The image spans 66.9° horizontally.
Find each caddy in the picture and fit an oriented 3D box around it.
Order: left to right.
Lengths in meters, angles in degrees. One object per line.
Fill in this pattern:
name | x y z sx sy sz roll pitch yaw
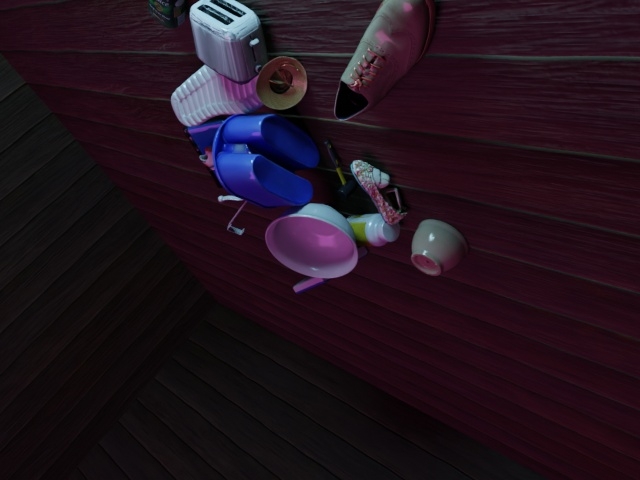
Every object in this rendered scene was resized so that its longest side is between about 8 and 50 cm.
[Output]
caddy | -0.159 -0.226 1.406 0.179 0.241 0.341 3 168 36

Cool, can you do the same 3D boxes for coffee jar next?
coffee jar | -0.396 -0.647 1.253 0.096 0.079 0.184 40 156 -3

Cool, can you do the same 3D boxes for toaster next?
toaster | -0.234 -0.509 1.214 0.227 0.129 0.146 37 154 22

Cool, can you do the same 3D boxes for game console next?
game console | -0.387 -0.361 1.826 0.250 0.173 0.293 -7 139 17

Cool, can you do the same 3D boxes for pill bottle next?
pill bottle | 0.161 -0.033 1.534 0.103 0.103 0.184 50 155 -25

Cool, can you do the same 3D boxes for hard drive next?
hard drive | 0.031 0.118 1.862 0.040 0.210 0.319 58 156 0

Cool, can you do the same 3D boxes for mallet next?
mallet | 0.060 -0.217 1.444 0.039 0.062 0.189 11 129 45

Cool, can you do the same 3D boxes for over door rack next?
over door rack | -0.270 -0.195 1.641 0.108 0.239 0.324 16 151 -8

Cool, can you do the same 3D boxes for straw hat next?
straw hat | -0.104 -0.419 1.258 0.144 0.145 0.061 67 -178 -47

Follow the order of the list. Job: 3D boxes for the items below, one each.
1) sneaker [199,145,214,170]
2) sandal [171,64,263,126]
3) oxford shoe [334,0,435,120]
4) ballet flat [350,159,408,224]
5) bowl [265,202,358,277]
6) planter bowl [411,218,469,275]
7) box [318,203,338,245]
sneaker | -0.363 -0.308 1.705 0.161 0.057 0.075 -26 136 37
sandal | -0.287 -0.451 1.428 0.417 0.102 0.169 -3 118 36
oxford shoe | 0.119 -0.354 0.977 0.123 0.130 0.348 37 157 3
ballet flat | 0.174 -0.144 1.369 0.077 0.091 0.241 -19 130 27
bowl | -0.013 -0.022 1.521 0.298 0.134 0.297 11 142 9
planter bowl | 0.330 0.033 1.403 0.162 0.109 0.162 31 156 15
box | 0.000 0.000 1.773 0.165 0.143 0.270 43 157 -6
